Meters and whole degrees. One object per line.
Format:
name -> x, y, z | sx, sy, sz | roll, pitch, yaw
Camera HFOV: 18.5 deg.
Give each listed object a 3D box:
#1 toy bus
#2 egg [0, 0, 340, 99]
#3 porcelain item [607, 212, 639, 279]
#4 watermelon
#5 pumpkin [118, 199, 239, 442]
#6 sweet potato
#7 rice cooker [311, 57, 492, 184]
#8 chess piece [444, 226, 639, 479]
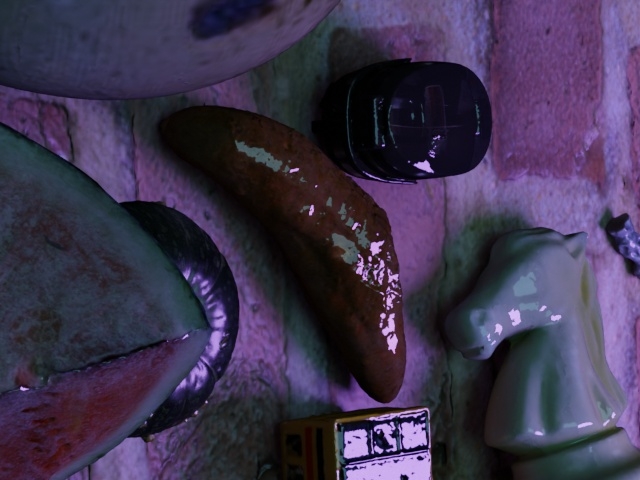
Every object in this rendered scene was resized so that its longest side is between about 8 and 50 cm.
toy bus -> 0.039, 0.314, 1.716 | 0.121, 0.123, 0.335 | -5, 93, -40
egg -> -0.150, -0.269, 1.432 | 0.428, 0.345, 0.345 | -24, 105, -23
porcelain item -> 0.323, 0.010, 2.003 | 0.036, 0.028, 0.083 | -43, 118, -12
watermelon -> -0.285, 0.062, 1.383 | 0.293, 0.250, 0.283 | 9, 124, -47
pumpkin -> -0.151, 0.064, 1.551 | 0.190, 0.146, 0.190 | -13, 117, -26
sweet potato -> 0.002, -0.004, 1.712 | 0.114, 0.092, 0.341 | -39, 115, -5
rice cooker -> 0.076, -0.106, 1.760 | 0.165, 0.106, 0.112 | -3, 92, -34
chess piece -> 0.215, 0.135, 1.858 | 0.176, 0.176, 0.298 | -13, 85, -38
